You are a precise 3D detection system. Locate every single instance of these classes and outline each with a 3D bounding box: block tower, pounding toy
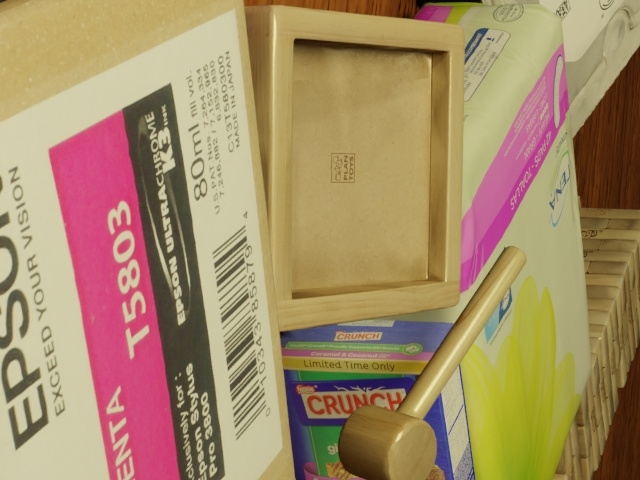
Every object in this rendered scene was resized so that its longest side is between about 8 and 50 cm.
[{"bbox_3d":[0.185,0.088,1.124,0.335,0.097,0.091,-59,145,-50],"label":"block tower"},{"bbox_3d":[0.006,0.005,0.658,0.181,0.094,0.206,-4,97,-49],"label":"pounding toy"}]

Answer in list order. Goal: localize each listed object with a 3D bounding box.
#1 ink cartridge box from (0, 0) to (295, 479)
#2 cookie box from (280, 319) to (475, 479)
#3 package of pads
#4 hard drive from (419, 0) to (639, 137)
[{"bbox_3d":[-0.091,0.028,0.480,0.193,0.088,0.235,-45,134,-59],"label":"ink cartridge box"},{"bbox_3d":[0.028,0.096,0.761,0.040,0.091,0.107,-57,142,-55],"label":"cookie box"},{"bbox_3d":[0.085,0.027,0.877,0.229,0.101,0.297,-55,141,-50],"label":"package of pads"},{"bbox_3d":[0.149,-0.229,0.947,0.237,0.064,0.339,-51,144,-21],"label":"hard drive"}]
